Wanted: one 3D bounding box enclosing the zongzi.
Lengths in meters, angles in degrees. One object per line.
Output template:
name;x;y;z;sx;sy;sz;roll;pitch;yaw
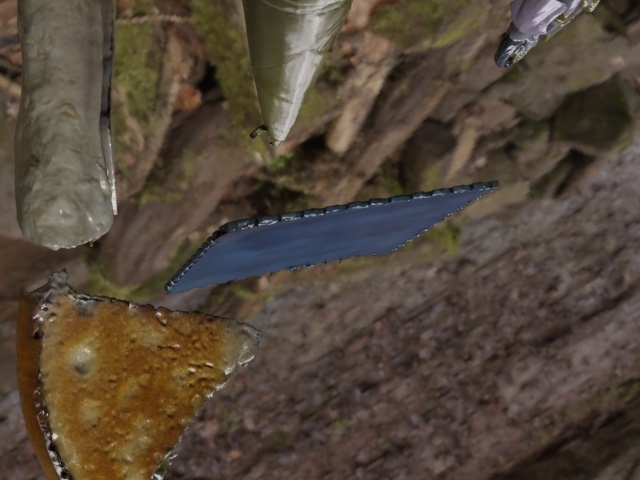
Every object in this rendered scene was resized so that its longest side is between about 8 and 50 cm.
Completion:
zongzi;-0.029;-0.413;1.543;0.181;0.447;0.418;9;127;-5

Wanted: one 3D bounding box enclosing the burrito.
burrito;-0.256;-0.140;1.092;0.105;0.299;0.143;1;180;-13

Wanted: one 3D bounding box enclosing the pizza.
pizza;-0.123;0.095;0.760;0.195;0.185;0.052;-19;-167;-42

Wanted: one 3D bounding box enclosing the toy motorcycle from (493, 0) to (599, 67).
toy motorcycle;0.301;-0.310;1.338;0.225;0.073;0.152;-43;167;-12

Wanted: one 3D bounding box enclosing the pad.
pad;0.000;0.000;1.034;0.270;0.012;0.269;-10;169;-24
